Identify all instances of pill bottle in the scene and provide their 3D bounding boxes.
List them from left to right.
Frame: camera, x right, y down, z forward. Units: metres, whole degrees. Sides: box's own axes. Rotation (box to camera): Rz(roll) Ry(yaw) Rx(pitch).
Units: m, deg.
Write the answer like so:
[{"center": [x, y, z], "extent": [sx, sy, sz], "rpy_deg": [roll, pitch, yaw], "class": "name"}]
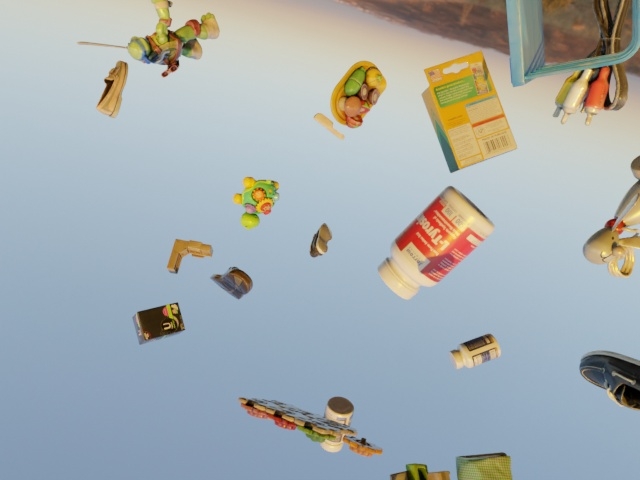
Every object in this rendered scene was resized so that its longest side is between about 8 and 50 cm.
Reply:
[{"center": [0.042, 0.507, 1.328], "extent": [0.078, 0.137, 0.078], "rpy_deg": [10, -159, -4], "class": "pill bottle"}, {"center": [0.407, 0.018, 1.760], "extent": [0.229, 0.407, 0.229], "rpy_deg": [37, -160, -15], "class": "pill bottle"}, {"center": [0.402, 0.293, 1.265], "extent": [0.120, 0.067, 0.067], "rpy_deg": [-19, -147, -5], "class": "pill bottle"}]

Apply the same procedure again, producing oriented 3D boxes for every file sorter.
[{"center": [0.251, -0.228, 0.474], "extent": [0.105, 0.118, 0.170], "rpy_deg": [-1, -160, 32], "class": "file sorter"}]

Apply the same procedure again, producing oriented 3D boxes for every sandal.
[{"center": [-0.205, 0.091, 1.167], "extent": [0.090, 0.219, 0.060], "rpy_deg": [42, -115, -9], "class": "sandal"}]

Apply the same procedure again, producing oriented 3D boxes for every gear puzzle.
[{"center": [-0.014, 0.418, 1.069], "extent": [0.339, 0.044, 0.175], "rpy_deg": [7, 165, 33], "class": "gear puzzle"}]

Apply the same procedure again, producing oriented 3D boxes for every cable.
[{"center": [0.544, -0.365, 0.936], "extent": [0.072, 0.286, 0.139], "rpy_deg": [-5, -155, -18], "class": "cable"}]

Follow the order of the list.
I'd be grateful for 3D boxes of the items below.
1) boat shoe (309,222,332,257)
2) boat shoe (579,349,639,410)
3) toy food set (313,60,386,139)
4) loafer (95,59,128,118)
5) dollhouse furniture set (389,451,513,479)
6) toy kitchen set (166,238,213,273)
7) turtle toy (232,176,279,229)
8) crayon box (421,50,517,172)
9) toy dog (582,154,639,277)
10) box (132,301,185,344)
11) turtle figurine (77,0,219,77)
[{"center": [0.000, 0.000, 1.215], "extent": [0.046, 0.038, 0.125], "rpy_deg": [47, -151, -22], "class": "boat shoe"}, {"center": [0.646, 0.301, 0.995], "extent": [0.114, 0.091, 0.302], "rpy_deg": [43, 165, -4], "class": "boat shoe"}, {"center": [0.099, -0.359, 1.247], "extent": [0.128, 0.217, 0.071], "rpy_deg": [39, 177, -40], "class": "toy food set"}, {"center": [-0.409, -0.303, 0.950], "extent": [0.039, 0.125, 0.045], "rpy_deg": [18, 159, -41], "class": "loafer"}, {"center": [0.324, 0.649, 1.194], "extent": [0.151, 0.302, 0.197], "rpy_deg": [11, -120, -38], "class": "dollhouse furniture set"}, {"center": [-0.296, 0.047, 1.112], "extent": [0.084, 0.068, 0.075], "rpy_deg": [10, -114, 1], "class": "toy kitchen set"}, {"center": [-0.142, -0.083, 1.082], "extent": [0.095, 0.130, 0.066], "rpy_deg": [2, -136, -46], "class": "turtle toy"}, {"center": [0.453, -0.397, 1.504], "extent": [0.203, 0.322, 0.083], "rpy_deg": [-20, -179, -7], "class": "crayon box"}, {"center": [0.810, -0.064, 1.184], "extent": [0.220, 0.333, 0.161], "rpy_deg": [28, 175, -24], "class": "toy dog"}, {"center": [-0.327, 0.168, 0.976], "extent": [0.083, 0.052, 0.062], "rpy_deg": [-11, -104, -35], "class": "box"}, {"center": [-0.411, -0.544, 1.220], "extent": [0.275, 0.197, 0.266], "rpy_deg": [31, -147, 18], "class": "turtle figurine"}]
